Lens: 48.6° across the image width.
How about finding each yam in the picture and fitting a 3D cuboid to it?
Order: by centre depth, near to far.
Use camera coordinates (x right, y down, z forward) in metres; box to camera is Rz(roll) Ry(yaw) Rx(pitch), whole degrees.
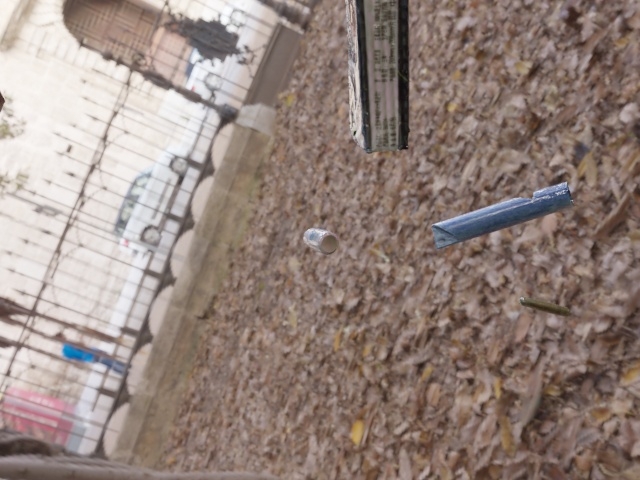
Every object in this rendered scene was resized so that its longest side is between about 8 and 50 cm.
[{"bbox_3d":[0.427,0.126,1.351,0.021,0.116,0.021,-46,36,50],"label":"yam"}]

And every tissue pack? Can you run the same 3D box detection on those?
[{"bbox_3d":[0.070,-0.237,0.888,0.173,0.073,0.235,-97,3,-72],"label":"tissue pack"}]

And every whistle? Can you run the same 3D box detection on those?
[{"bbox_3d":[0.388,-0.052,1.530,0.304,0.062,0.062,-19,38,20],"label":"whistle"}]

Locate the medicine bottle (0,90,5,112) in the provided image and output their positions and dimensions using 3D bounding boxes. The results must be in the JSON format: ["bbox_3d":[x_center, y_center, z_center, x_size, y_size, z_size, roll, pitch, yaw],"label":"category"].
[{"bbox_3d":[-0.637,-0.302,1.179,0.247,0.147,0.147,60,145,12],"label":"medicine bottle"}]

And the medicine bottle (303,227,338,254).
[{"bbox_3d":[0.000,0.000,1.584,0.089,0.052,0.052,20,87,62],"label":"medicine bottle"}]
